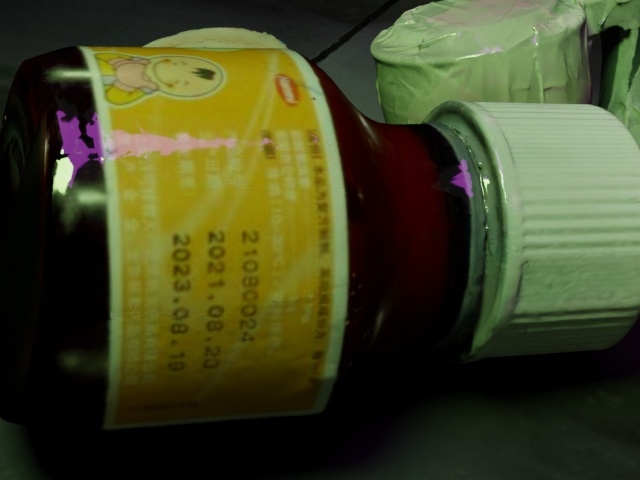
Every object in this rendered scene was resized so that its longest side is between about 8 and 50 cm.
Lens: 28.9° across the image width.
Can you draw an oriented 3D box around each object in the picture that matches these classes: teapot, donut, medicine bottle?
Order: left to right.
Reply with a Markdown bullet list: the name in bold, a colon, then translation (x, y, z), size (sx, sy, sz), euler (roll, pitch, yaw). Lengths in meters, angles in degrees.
- **donut**: translation (-0.085, -0.149, 1.150), size (0.166, 0.065, 0.108), euler (24, 41, 35)
- **medicine bottle**: translation (0.000, 0.000, 0.780), size (0.395, 0.242, 0.242), euler (-1, 31, -22)
- **teapot**: translation (0.148, -0.104, 0.977), size (0.163, 0.178, 0.221), euler (10, 30, 40)
